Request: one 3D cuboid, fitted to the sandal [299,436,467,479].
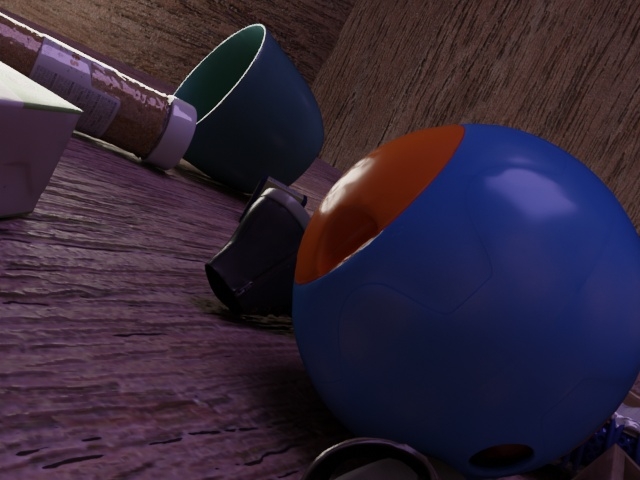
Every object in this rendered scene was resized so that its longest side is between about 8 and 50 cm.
[{"bbox_3d":[0.026,0.155,0.384,0.120,0.086,0.302,35,11,30],"label":"sandal"}]

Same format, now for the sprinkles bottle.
[{"bbox_3d":[-0.376,-0.232,1.170,0.355,0.121,0.121,23,11,-30],"label":"sprinkles bottle"}]

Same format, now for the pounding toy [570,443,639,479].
[{"bbox_3d":[0.223,0.238,0.569,0.130,0.100,0.141,47,17,16],"label":"pounding toy"}]

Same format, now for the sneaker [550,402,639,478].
[{"bbox_3d":[0.274,0.211,0.788,0.315,0.128,0.182,27,10,34],"label":"sneaker"}]

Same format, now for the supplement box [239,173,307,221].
[{"bbox_3d":[-0.077,-0.053,1.216,0.083,0.083,0.056,29,8,-7],"label":"supplement box"}]

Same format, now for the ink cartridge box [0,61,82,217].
[{"bbox_3d":[-0.411,-0.150,0.610,0.353,0.119,0.207,31,10,4],"label":"ink cartridge box"}]

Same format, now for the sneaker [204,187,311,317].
[{"bbox_3d":[-0.034,0.063,0.790,0.083,0.118,0.222,10,-38,52],"label":"sneaker"}]

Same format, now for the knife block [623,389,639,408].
[{"bbox_3d":[0.544,0.333,0.991,0.275,0.088,0.242,28,8,-9],"label":"knife block"}]

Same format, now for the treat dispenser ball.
[{"bbox_3d":[0.120,0.049,0.615,0.288,0.288,0.288,28,9,-5],"label":"treat dispenser ball"}]

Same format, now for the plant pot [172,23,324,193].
[{"bbox_3d":[-0.133,-0.229,1.435,0.235,0.293,0.293,41,2,-29],"label":"plant pot"}]
